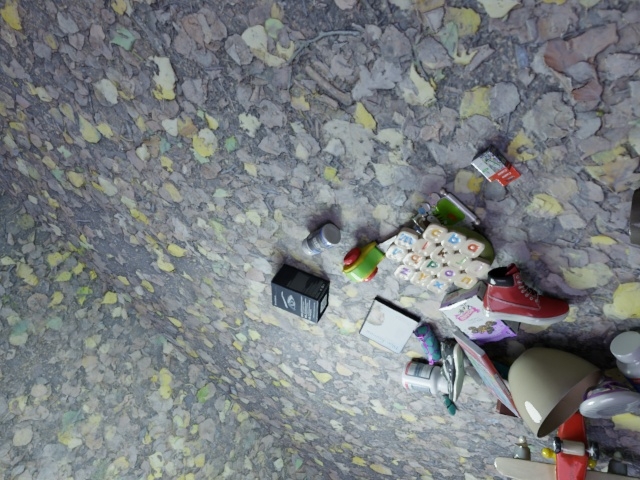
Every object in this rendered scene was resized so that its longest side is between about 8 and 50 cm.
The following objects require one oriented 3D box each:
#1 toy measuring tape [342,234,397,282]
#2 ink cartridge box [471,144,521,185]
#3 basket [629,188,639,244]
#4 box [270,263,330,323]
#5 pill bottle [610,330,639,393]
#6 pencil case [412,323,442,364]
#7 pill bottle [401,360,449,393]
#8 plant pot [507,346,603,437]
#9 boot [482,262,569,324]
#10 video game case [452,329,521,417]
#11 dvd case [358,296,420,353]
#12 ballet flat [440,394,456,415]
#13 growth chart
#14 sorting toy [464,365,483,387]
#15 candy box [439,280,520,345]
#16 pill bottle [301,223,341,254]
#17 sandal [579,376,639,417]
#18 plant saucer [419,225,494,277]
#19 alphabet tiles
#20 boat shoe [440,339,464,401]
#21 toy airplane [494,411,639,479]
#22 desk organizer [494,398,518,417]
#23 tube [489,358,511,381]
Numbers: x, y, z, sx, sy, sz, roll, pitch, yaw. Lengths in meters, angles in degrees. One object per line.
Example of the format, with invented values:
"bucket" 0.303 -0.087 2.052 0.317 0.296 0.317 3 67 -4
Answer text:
"toy measuring tape" 0.166 0.064 1.758 0.121 0.121 0.330 44 144 -12
"ink cartridge box" 0.450 -0.184 1.388 0.115 0.029 0.063 42 140 -9
"basket" 0.814 -0.048 1.188 0.227 0.154 0.204 6 133 35
"box" -0.079 0.205 2.091 0.207 0.108 0.153 21 140 16
"pill bottle" 0.930 0.365 1.548 0.221 0.124 0.124 45 140 -13
"pencil case" 0.392 0.376 1.974 0.064 0.070 0.151 -5 128 38
"pill bottle" 0.415 0.532 2.089 0.180 0.108 0.108 4 133 32
"plant pot" 0.709 0.447 1.709 0.191 0.284 0.284 46 153 39
"boot" 0.603 0.148 1.568 0.244 0.088 0.176 3 122 9
"video game case" 0.566 0.448 1.839 0.285 0.025 0.204 55 177 -15
"dvd case" 0.255 0.326 2.055 0.180 0.022 0.253 26 141 9
"ballet flat" 0.521 0.669 2.221 0.041 0.041 0.114 -5 127 38
"growth chart" 0.355 -0.045 1.605 0.172 0.021 0.237 34 141 1
"sorting toy" 0.567 0.503 2.006 0.083 0.045 0.075 54 164 23
"candy box" 0.512 0.238 1.748 0.196 0.070 0.165 43 141 -11
"pill bottle" 0.000 0.000 1.849 0.078 0.078 0.137 45 140 -14
"sandal" 0.858 0.464 1.619 0.169 0.102 0.416 -23 150 23
"plant saucer" 0.395 0.052 1.629 0.241 0.037 0.241 12 139 10
"alphabet tiles" 0.345 0.055 1.607 0.284 0.021 0.278 22 141 -3
"boat shoe" 0.477 0.473 1.971 0.079 0.084 0.233 5 108 34
"toy airplane" 0.891 0.831 1.944 0.386 0.272 0.384 46 109 6
"desk organizer" 0.725 0.631 2.022 0.130 0.050 0.047 12 172 3
"tube" 0.646 0.463 1.912 0.207 0.052 0.080 21 135 26
